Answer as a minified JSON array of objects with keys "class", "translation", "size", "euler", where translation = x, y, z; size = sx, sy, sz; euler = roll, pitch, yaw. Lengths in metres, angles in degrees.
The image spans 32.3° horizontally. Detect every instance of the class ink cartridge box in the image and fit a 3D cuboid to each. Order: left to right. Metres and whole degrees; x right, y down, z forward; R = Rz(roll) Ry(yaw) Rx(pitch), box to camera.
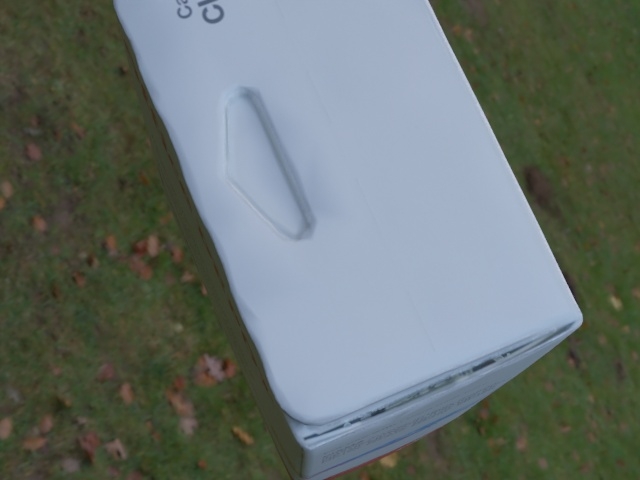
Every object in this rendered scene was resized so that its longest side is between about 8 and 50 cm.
[{"class":"ink cartridge box","translation":[0.000,0.000,0.583],"size":[0.306,0.131,0.226],"euler":[103,-37,-74]}]
